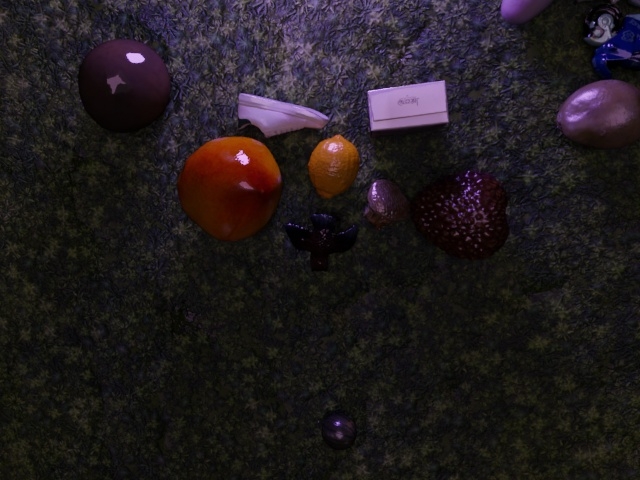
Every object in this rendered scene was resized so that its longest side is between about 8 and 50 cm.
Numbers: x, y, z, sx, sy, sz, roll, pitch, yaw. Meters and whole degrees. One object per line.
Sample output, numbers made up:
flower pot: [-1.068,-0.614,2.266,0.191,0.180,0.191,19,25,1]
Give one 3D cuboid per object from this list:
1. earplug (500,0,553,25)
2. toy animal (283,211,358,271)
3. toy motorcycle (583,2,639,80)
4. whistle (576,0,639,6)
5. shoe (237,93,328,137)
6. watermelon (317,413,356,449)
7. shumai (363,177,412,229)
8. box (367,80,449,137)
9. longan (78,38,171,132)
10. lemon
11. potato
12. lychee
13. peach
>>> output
earplug: [0.585,-0.701,1.534,0.172,0.172,0.301,33,106,-1]
toy animal: [-0.001,0.008,1.696,0.219,0.116,0.179,3,98,-3]
toy motorcycle: [0.857,-0.511,1.557,0.332,0.125,0.196,11,101,6]
whistle: [0.813,-0.675,1.561,0.258,0.067,0.125,-7,98,10]
shoe: [-0.113,-0.339,1.672,0.265,0.095,0.110,18,105,7]
watermelon: [0.046,0.575,1.786,0.133,0.105,0.105,22,100,25]
shumai: [0.178,-0.096,1.680,0.146,0.145,0.116,41,141,-2]
box: [0.223,-0.339,1.556,0.195,0.260,0.110,-6,94,4]
longan: [-0.539,-0.426,1.619,0.258,0.258,0.257,1,98,4]
lemon: [0.035,-0.203,1.650,0.142,0.142,0.186,17,104,2]
potato: [0.757,-0.333,1.570,0.235,0.160,0.177,-10,59,19]
lychee: [0.375,-0.071,1.597,0.272,0.271,0.271,1,98,4]
peach: [-0.241,-0.149,1.599,0.289,0.308,0.288,1,83,-5]
